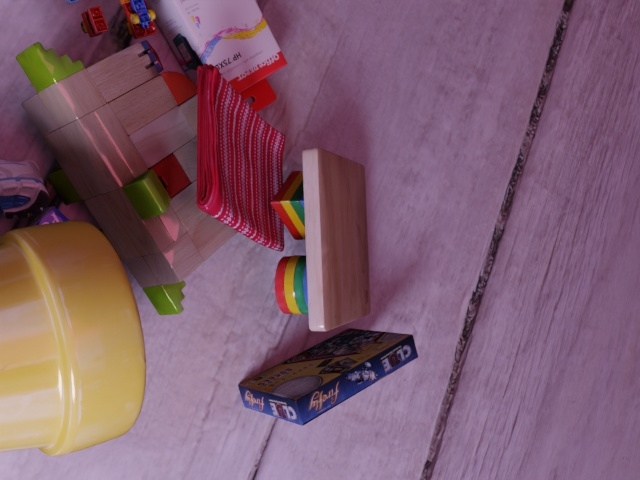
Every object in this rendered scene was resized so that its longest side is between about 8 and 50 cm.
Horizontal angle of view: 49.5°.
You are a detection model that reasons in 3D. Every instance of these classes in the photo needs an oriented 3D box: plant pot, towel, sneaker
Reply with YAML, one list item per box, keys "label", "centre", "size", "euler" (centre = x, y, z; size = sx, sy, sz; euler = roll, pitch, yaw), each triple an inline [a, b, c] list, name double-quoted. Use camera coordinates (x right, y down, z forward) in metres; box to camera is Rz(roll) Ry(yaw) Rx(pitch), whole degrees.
- label: "plant pot"
  centre: [-0.348, 0.118, 0.729]
  size: [0.239, 0.254, 0.254]
  euler: [-11, 94, -39]
- label: "towel"
  centre: [-0.103, -0.104, 0.975]
  size: [0.275, 0.031, 0.198]
  euler: [35, 52, -69]
- label: "sneaker"
  centre: [-0.439, -0.069, 0.856]
  size: [0.191, 0.071, 0.083]
  euler: [-2, 48, -25]

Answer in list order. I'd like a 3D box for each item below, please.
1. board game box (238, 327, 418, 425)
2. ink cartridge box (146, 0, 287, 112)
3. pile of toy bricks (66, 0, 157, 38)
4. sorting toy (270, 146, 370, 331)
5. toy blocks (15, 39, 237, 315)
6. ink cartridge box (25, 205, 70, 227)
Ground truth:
- label: "board game box"
  centre: [0.013, 0.209, 1.110]
  size: [0.243, 0.165, 0.042]
  euler: [-22, 101, -35]
- label: "ink cartridge box"
  centre: [-0.145, -0.298, 1.066]
  size: [0.134, 0.078, 0.231]
  euler: [-41, 112, -31]
- label: "pile of toy bricks"
  centre: [-0.307, -0.366, 0.930]
  size: [0.118, 0.105, 0.212]
  euler: [-26, 106, -32]
- label: "sorting toy"
  centre: [0.000, 0.000, 1.091]
  size: [0.255, 0.089, 0.257]
  euler: [1, 87, -71]
- label: "toy blocks"
  centre: [-0.212, -0.128, 0.971]
  size: [0.261, 0.191, 0.381]
  euler: [-46, 115, -41]
- label: "ink cartridge box"
  centre: [-0.384, 0.062, 0.893]
  size: [0.097, 0.046, 0.207]
  euler: [48, 62, -26]
